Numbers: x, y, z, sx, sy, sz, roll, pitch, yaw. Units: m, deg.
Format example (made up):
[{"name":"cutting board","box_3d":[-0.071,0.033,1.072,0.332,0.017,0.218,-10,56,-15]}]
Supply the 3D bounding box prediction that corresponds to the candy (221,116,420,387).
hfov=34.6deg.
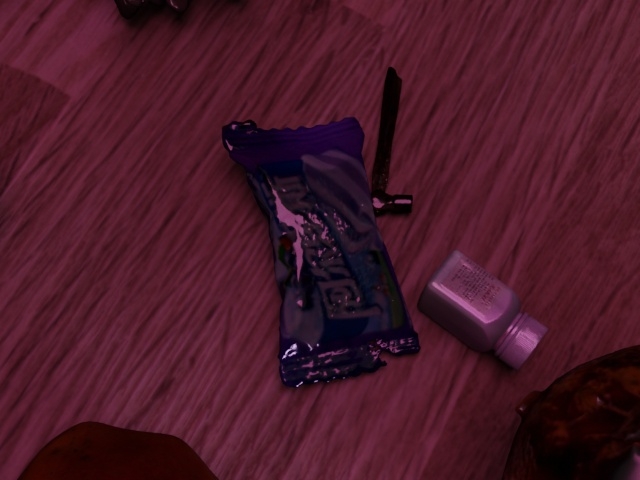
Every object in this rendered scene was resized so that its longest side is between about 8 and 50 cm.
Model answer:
[{"name":"candy","box_3d":[0.000,0.000,1.012,0.145,0.070,0.275,-12,77,-12]}]

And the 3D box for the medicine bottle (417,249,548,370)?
[{"name":"medicine bottle","box_3d":[0.156,0.070,0.991,0.118,0.074,0.055,37,69,12]}]

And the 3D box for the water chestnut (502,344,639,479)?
[{"name":"water chestnut","box_3d":[0.306,0.234,0.810,0.350,0.302,0.351,3,69,-7]}]

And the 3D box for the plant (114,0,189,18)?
[{"name":"plant","box_3d":[-0.194,-0.386,1.106,0.194,0.182,0.321,-27,73,-19]}]

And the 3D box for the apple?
[{"name":"apple","box_3d":[-0.162,0.265,0.823,0.233,0.234,0.234,1,67,-3]}]

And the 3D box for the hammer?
[{"name":"hammer","box_3d":[0.074,-0.107,1.091,0.065,0.021,0.178,6,64,5]}]
